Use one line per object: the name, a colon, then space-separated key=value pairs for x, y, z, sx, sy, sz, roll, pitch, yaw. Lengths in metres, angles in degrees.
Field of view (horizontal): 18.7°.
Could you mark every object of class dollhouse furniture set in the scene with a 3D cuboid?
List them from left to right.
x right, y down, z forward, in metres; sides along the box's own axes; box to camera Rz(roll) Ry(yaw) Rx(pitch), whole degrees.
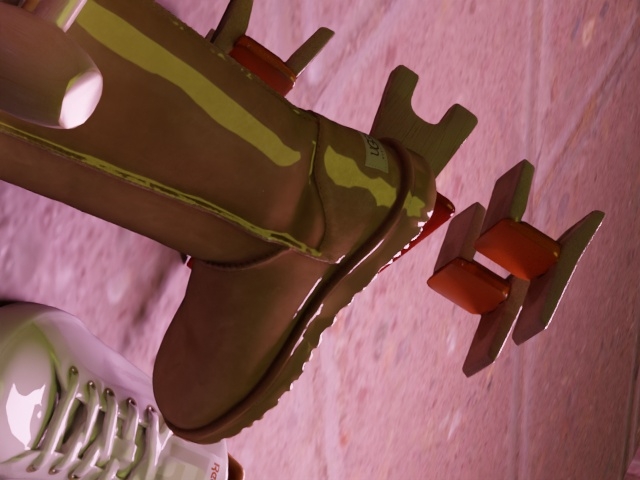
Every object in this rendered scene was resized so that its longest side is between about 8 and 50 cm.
dollhouse furniture set: x=0.000 y=0.000 z=1.224 sx=0.135 sy=0.262 sz=0.259 roll=-61 pitch=-171 yaw=-27

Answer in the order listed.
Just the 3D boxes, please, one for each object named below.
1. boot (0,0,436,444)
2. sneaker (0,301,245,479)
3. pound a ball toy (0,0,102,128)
boot: x=-0.103 y=-0.018 z=1.037 sx=0.269 sy=0.089 sz=0.236 roll=25 pitch=114 yaw=-35
sneaker: x=-0.121 y=0.112 z=1.159 sx=0.106 sy=0.123 sz=0.290 roll=-68 pitch=158 yaw=-6
pound a ball toy: x=-0.131 y=-0.235 z=0.830 sx=0.319 sy=0.135 sz=0.208 roll=-67 pitch=158 yaw=-9
